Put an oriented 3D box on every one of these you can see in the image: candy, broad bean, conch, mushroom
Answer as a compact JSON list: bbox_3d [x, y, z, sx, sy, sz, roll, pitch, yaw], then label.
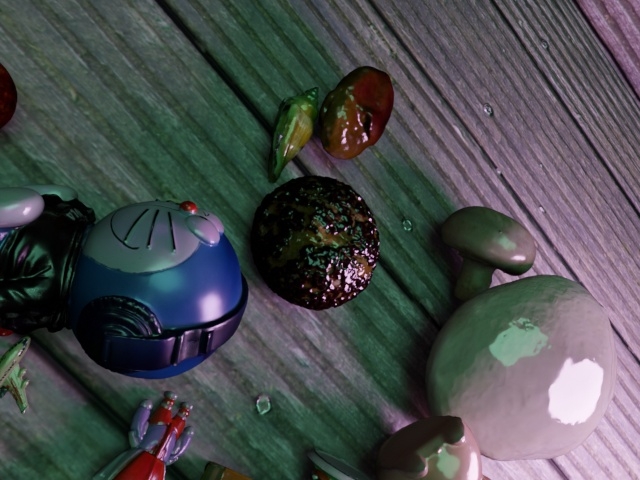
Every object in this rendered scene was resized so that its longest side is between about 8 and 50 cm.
[{"bbox_3d":[0.400,0.263,0.859,0.427,0.186,0.386,-3,97,-17],"label":"candy"},{"bbox_3d":[0.074,-0.258,0.880,0.122,0.156,0.228,20,51,13],"label":"broad bean"},{"bbox_3d":[-0.055,-0.211,0.825,0.080,0.095,0.200,16,66,6],"label":"conch"},{"bbox_3d":[0.351,0.020,0.969,0.206,0.209,0.206,26,35,-20],"label":"mushroom"}]

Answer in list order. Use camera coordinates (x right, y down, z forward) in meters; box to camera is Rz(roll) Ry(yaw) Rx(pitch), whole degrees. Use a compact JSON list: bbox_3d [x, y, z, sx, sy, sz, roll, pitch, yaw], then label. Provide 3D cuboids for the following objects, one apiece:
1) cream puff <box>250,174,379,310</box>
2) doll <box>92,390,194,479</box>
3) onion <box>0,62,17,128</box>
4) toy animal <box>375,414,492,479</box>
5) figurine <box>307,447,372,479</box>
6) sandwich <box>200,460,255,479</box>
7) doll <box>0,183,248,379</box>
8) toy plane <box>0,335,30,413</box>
[{"bbox_3d":[0.000,0.000,0.755,0.239,0.165,0.239,9,70,-26],"label":"cream puff"},{"bbox_3d":[-0.243,0.311,0.574,0.102,0.075,0.227,44,49,-24],"label":"doll"},{"bbox_3d":[-0.457,-0.194,0.568,0.119,0.119,0.117,2,92,-30],"label":"onion"},{"bbox_3d":[0.211,0.421,0.730,0.195,0.213,0.256,-27,90,-21],"label":"toy animal"},{"bbox_3d":[0.008,0.424,0.678,0.132,0.132,0.153,33,75,-19],"label":"figurine"},{"bbox_3d":[-0.119,0.379,0.631,0.116,0.074,0.074,35,59,-19],"label":"sandwich"},{"bbox_3d":[-0.246,0.050,0.559,0.310,0.284,0.240,9,111,-16],"label":"doll"},{"bbox_3d":[-0.400,0.168,0.543,0.102,0.040,0.111,37,60,-19],"label":"toy plane"}]
